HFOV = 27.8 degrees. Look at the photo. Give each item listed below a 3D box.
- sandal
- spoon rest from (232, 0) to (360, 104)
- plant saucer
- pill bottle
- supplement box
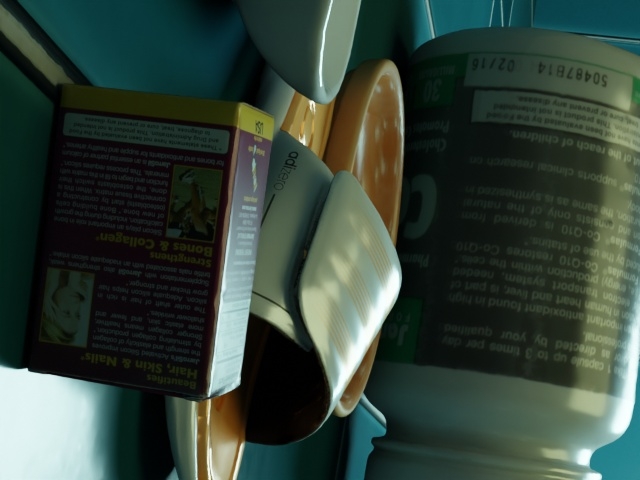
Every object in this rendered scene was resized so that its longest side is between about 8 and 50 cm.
[{"bbox_3d":[-0.001,-0.007,0.550,0.102,0.076,0.265,82,19,-53],"label":"sandal"},{"bbox_3d":[0.000,-0.148,0.444,0.276,0.084,0.137,69,30,-66],"label":"spoon rest"},{"bbox_3d":[0.012,-0.003,0.724,0.200,0.037,0.200,7,90,-78],"label":"plant saucer"},{"bbox_3d":[0.141,0.041,0.971,0.204,0.204,0.361,46,52,-76],"label":"pill bottle"},{"bbox_3d":[-0.047,0.000,0.374,0.043,0.055,0.083,3,95,-79],"label":"supplement box"}]
